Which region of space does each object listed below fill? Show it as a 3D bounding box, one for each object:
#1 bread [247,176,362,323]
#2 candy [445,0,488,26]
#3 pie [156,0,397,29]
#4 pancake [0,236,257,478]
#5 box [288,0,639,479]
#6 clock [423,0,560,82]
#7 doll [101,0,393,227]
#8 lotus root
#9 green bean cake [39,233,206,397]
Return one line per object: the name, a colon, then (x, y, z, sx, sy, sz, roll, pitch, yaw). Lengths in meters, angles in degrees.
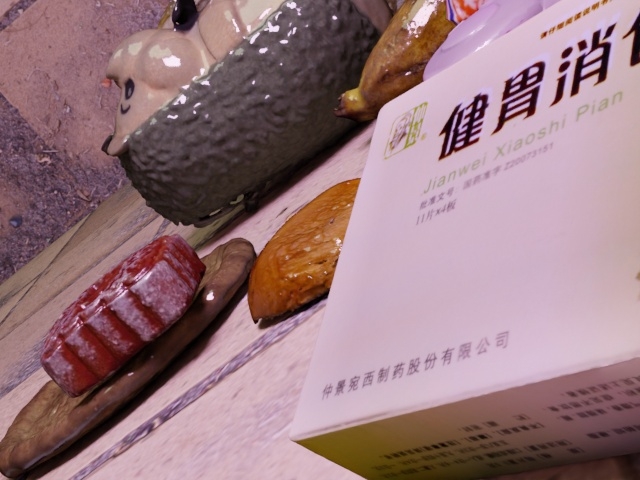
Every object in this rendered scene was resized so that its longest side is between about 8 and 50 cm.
bread: (0.000, 0.000, 0.788, 0.126, 0.044, 0.129, -26, 16, 42)
candy: (0.226, -0.272, 0.996, 0.124, 0.124, 0.365, -28, 9, 42)
pie: (-0.054, -0.264, 1.340, 0.339, 0.339, 0.077, -38, 54, 8)
pancake: (-0.173, 0.097, 0.964, 0.288, 0.033, 0.286, -33, 15, 27)
box: (0.105, -0.015, 0.381, 0.260, 0.062, 0.175, -26, 39, 49)
clock: (0.229, -0.163, 0.542, 0.295, 0.113, 0.322, -25, 18, 48)
doll: (-0.084, -0.178, 1.176, 0.349, 0.247, 0.247, -43, 13, 5)
lotus root: (0.095, -0.178, 1.030, 0.191, 0.094, 0.108, -50, -27, 1)
green bean cake: (-0.163, 0.056, 0.879, 0.135, 0.056, 0.135, -38, 13, 8)
